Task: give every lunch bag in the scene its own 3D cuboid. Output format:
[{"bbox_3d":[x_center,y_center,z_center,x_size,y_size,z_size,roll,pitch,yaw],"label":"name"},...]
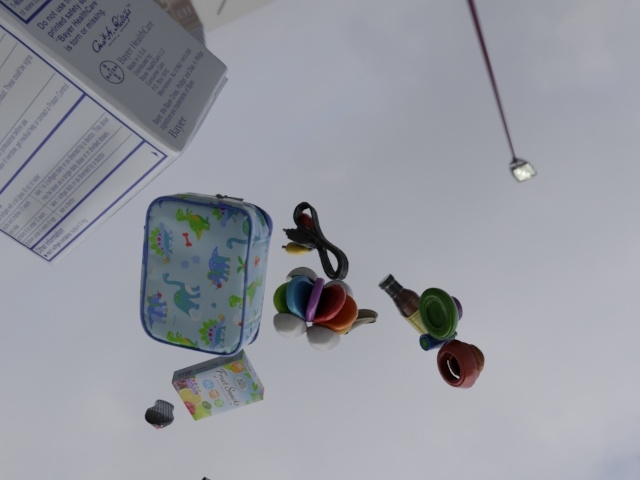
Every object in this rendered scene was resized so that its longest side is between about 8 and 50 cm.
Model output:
[{"bbox_3d":[-0.166,0.043,0.963,0.176,0.219,0.090,8,-170,15],"label":"lunch bag"}]

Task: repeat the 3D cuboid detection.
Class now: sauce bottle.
[{"bbox_3d":[0.137,0.100,0.984,0.042,0.128,0.042,-44,-179,1],"label":"sauce bottle"}]

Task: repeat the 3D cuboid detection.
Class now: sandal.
[{"bbox_3d":[-0.383,0.421,1.622,0.040,0.067,0.179,-64,-176,-4],"label":"sandal"}]

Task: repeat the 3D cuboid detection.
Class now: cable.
[{"bbox_3d":[0.000,0.000,1.623,0.287,0.072,0.139,29,-82,49],"label":"cable"}]

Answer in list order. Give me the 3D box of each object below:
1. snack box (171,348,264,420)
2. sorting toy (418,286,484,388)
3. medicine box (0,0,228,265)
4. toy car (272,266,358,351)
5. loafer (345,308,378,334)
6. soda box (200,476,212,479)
[{"bbox_3d":[-0.187,0.265,1.246,0.141,0.100,0.037,-19,-153,9],"label":"snack box"},{"bbox_3d":[0.131,0.093,0.665,0.042,0.102,0.061,-11,173,-31],"label":"sorting toy"},{"bbox_3d":[-0.290,-0.153,0.659,0.263,0.289,0.149,-30,-151,39],"label":"medicine box"},{"bbox_3d":[-0.007,0.134,1.432,0.136,0.182,0.159,122,-12,-60],"label":"toy car"},{"bbox_3d":[0.066,0.193,1.591,0.148,0.056,0.050,-4,-112,-15],"label":"loafer"},{"bbox_3d":[-0.231,0.577,1.416,0.060,0.053,0.169,-48,-154,6],"label":"soda box"}]
